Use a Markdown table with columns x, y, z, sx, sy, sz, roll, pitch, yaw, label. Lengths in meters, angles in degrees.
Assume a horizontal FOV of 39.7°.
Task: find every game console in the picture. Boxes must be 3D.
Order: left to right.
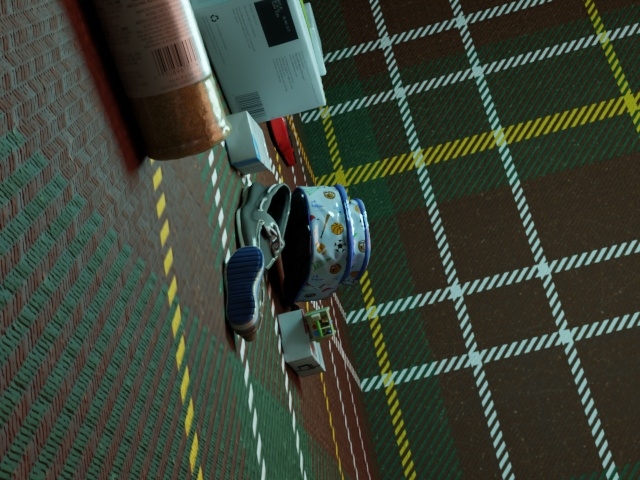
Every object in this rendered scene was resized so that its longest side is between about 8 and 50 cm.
| x | y | z | sx | sy | sz | roll | pitch | yaw | label |
| --- | --- | --- | --- | --- | --- | --- | --- | --- | --- |
| -0.153 | -0.457 | 2.850 | 0.342 | 0.060 | 0.386 | 78 | -1 | -77 | game console |

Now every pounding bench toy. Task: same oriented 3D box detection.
| x | y | z | sx | sy | sz | roll | pitch | yaw | label |
| --- | --- | --- | --- | --- | --- | --- | --- | --- | --- |
| -0.002 | 0.182 | 1.870 | 0.083 | 0.052 | 0.065 | -30 | 104 | -83 | pounding bench toy |

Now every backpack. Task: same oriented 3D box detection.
| x | y | z | sx | sy | sz | roll | pitch | yaw | label |
| --- | --- | --- | --- | --- | --- | --- | --- | --- | --- |
| 0.000 | 0.000 | 2.003 | 0.263 | 0.213 | 0.276 | 112 | -34 | -69 | backpack |

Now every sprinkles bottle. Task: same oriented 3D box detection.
| x | y | z | sx | sy | sz | roll | pitch | yaw | label |
| --- | --- | --- | --- | --- | --- | --- | --- | --- | --- |
| -0.217 | -0.280 | 1.098 | 0.121 | 0.121 | 0.355 | -94 | 169 | -66 | sprinkles bottle |

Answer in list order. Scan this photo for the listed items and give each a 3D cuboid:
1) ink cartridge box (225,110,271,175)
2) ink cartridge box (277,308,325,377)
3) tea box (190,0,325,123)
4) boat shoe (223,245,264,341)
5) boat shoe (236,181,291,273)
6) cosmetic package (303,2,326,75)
| x | y | z | sx | sy | sz | roll | pitch | yaw | label |
| --- | --- | --- | --- | --- | --- | --- | --- | --- | --- |
| -0.157 | -0.202 | 1.904 | 0.181 | 0.061 | 0.104 | 39 | 37 | -81 | ink cartridge box |
| -0.041 | 0.228 | 1.948 | 0.150 | 0.063 | 0.109 | 61 | 14 | -66 | ink cartridge box |
| -0.144 | -0.498 | 2.008 | 0.329 | 0.220 | 0.323 | 71 | 7 | -45 | tea box |
| -0.124 | 0.088 | 1.464 | 0.183 | 0.066 | 0.066 | -85 | 168 | -45 | boat shoe |
| -0.107 | -0.038 | 1.783 | 0.335 | 0.095 | 0.112 | -95 | 170 | -63 | boat shoe |
| -0.114 | -0.517 | 2.377 | 0.224 | 0.224 | 0.138 | -97 | 171 | -59 | cosmetic package |
